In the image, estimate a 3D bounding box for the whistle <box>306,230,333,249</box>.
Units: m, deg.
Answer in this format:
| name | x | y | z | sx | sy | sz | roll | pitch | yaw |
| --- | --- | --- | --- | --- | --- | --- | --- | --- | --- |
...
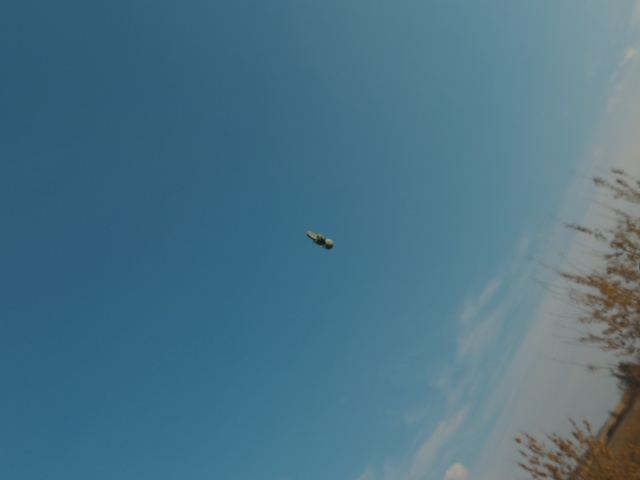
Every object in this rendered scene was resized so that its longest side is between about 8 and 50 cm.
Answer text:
| name | x | y | z | sx | sy | sz | roll | pitch | yaw |
| --- | --- | --- | --- | --- | --- | --- | --- | --- | --- |
| whistle | 0.000 | 0.000 | 1.365 | 0.100 | 0.035 | 0.035 | 28 | -91 | -27 |
